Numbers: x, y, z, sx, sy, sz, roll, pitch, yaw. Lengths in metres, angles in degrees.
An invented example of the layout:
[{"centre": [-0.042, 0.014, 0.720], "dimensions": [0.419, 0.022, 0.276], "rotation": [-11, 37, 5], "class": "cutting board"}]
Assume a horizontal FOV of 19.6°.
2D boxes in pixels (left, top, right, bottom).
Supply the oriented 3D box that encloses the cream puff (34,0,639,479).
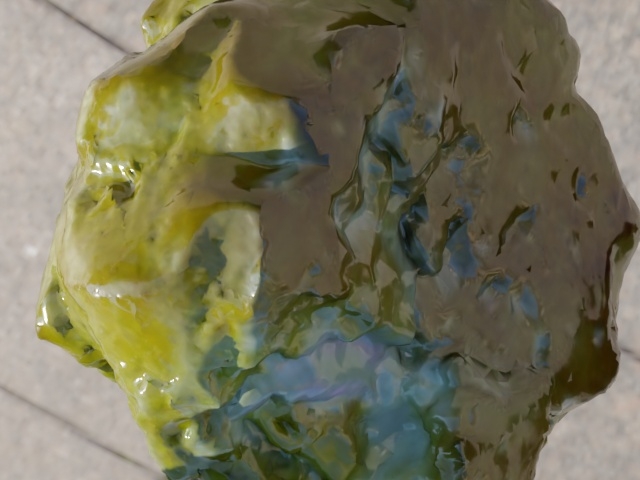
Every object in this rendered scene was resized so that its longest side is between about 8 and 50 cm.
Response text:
[{"centre": [-0.001, 0.001, 0.774], "dimensions": [0.185, 0.282, 0.282], "rotation": [2, 135, 43], "class": "cream puff"}]
